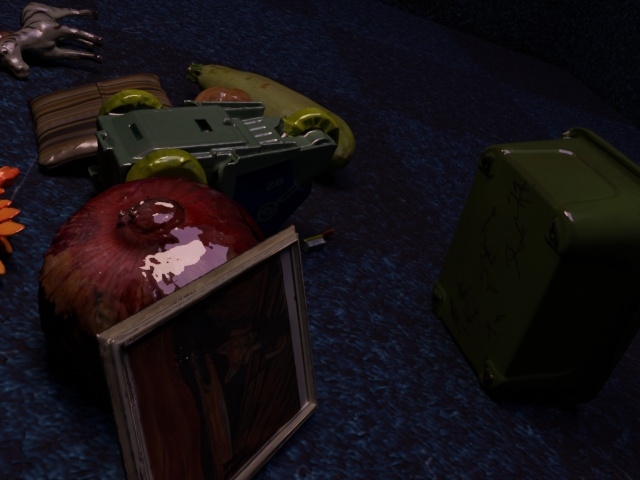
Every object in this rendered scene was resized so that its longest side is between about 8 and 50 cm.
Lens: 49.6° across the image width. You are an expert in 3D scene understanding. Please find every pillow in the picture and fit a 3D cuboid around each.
[{"bbox_3d":[-0.323,-0.187,1.035,0.208,0.052,0.212,-18,41,-15],"label":"pillow"}]

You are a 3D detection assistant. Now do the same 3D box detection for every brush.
[{"bbox_3d":[0.000,0.000,1.054,0.021,0.019,0.083,45,34,16],"label":"brush"}]

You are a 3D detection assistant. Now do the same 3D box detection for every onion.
[{"bbox_3d":[-0.158,0.039,0.700,0.246,0.190,0.246,7,44,-7],"label":"onion"}]

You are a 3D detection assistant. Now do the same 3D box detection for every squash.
[{"bbox_3d":[-0.093,-0.236,1.283,0.370,0.118,0.118,31,29,21],"label":"squash"}]

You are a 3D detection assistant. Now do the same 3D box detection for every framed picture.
[{"bbox_3d":[-0.076,0.126,0.615,0.016,0.216,0.273,4,20,28],"label":"framed picture"}]

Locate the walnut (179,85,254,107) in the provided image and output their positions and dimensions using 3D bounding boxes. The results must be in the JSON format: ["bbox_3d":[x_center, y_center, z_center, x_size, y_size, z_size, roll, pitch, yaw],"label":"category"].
[{"bbox_3d":[-0.163,-0.164,1.086,0.166,0.149,0.166,-10,37,8],"label":"walnut"}]

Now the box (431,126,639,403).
[{"bbox_3d":[0.287,0.039,0.913,0.178,0.329,0.253,-4,36,-21],"label":"box"}]

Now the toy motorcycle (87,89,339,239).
[{"bbox_3d":[-0.131,-0.081,0.930,0.326,0.200,0.191,-7,38,-27],"label":"toy motorcycle"}]

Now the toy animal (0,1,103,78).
[{"bbox_3d":[-0.471,-0.359,1.232,0.170,0.090,0.255,14,28,-11],"label":"toy animal"}]

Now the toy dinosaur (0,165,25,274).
[{"bbox_3d":[-0.382,-0.001,0.731,0.117,0.070,0.288,22,34,-4],"label":"toy dinosaur"}]
